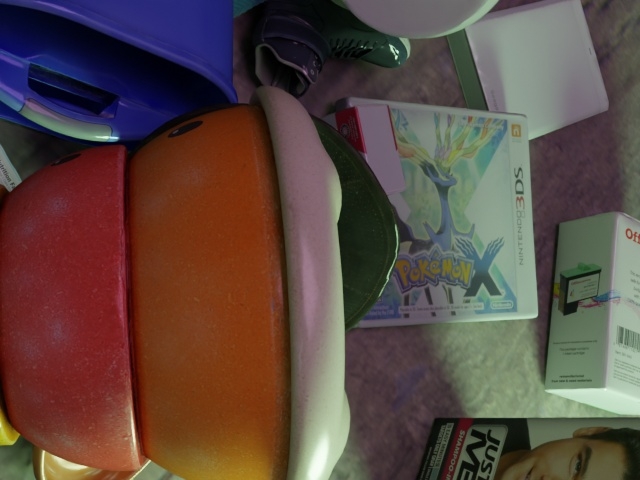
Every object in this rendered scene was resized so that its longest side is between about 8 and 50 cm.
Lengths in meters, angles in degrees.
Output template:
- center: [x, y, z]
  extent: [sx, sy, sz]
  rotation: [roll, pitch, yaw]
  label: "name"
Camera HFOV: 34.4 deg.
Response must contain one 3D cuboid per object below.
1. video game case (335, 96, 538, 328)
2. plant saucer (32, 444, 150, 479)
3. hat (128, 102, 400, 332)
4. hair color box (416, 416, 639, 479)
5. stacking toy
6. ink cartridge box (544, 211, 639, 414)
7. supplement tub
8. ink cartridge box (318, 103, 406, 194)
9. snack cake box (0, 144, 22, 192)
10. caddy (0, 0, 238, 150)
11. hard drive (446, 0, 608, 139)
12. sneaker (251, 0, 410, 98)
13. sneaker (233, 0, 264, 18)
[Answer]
- center: [0.167, -0.036, 1.420]
  extent: [0.329, 0.036, 0.299]
  rotation: [0, 86, -34]
  label: "video game case"
- center: [-0.213, 0.171, 1.040]
  extent: [0.200, 0.037, 0.200]
  rotation: [-39, 143, -37]
  label: "plant saucer"
- center: [-0.063, -0.030, 1.109]
  extent: [0.331, 0.331, 0.134]
  rotation: [48, 32, -24]
  label: "hat"
- center: [0.280, 0.320, 1.261]
  extent: [0.114, 0.375, 0.185]
  rotation: [37, 61, -30]
  label: "hair color box"
- center: [-0.231, 0.056, 0.830]
  extent: [0.480, 0.350, 0.350]
  rotation: [-3, 84, -10]
  label: "stacking toy"
- center: [0.467, 0.119, 1.620]
  extent: [0.201, 0.117, 0.278]
  rotation: [21, 70, -36]
  label: "ink cartridge box"
- center: [0.134, -0.384, 1.276]
  extent: [0.235, 0.235, 0.325]
  rotation: [59, 23, -16]
  label: "supplement tub"
- center: [0.020, -0.096, 1.261]
  extent: [0.063, 0.150, 0.109]
  rotation: [-13, 92, -44]
  label: "ink cartridge box"
- center: [-0.336, 0.024, 0.982]
  extent: [0.152, 0.089, 0.264]
  rotation: [-38, 107, -39]
  label: "snack cake box"
- center: [-0.238, -0.185, 1.002]
  extent: [0.341, 0.241, 0.179]
  rotation: [18, 65, -37]
  label: "caddy"
- center: [0.332, -0.267, 1.623]
  extent: [0.308, 0.040, 0.203]
  rotation: [-22, 97, -41]
  label: "hard drive"
- center: [0.012, -0.232, 1.310]
  extent: [0.226, 0.086, 0.163]
  rotation: [24, 60, -28]
  label: "sneaker"
- center: [-0.116, -0.321, 1.218]
  extent: [0.229, 0.087, 0.092]
  rotation: [-27, 71, -20]
  label: "sneaker"
